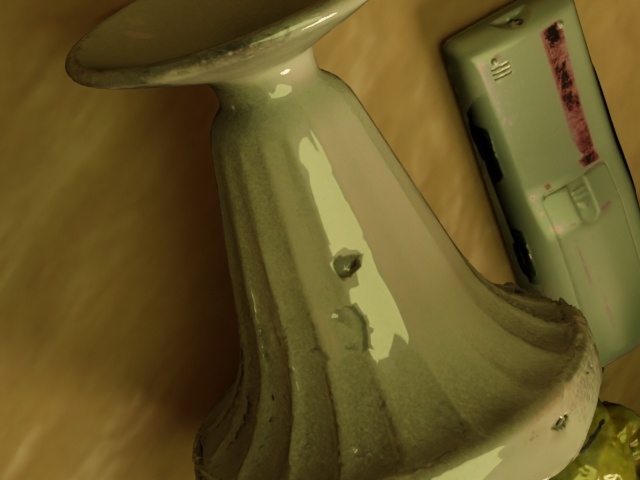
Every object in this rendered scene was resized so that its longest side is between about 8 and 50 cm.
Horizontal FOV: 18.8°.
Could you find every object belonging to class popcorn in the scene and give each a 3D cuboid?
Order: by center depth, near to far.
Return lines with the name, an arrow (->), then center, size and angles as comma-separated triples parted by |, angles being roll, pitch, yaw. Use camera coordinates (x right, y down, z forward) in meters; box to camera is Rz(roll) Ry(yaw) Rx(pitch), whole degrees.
popcorn -> 0.102, 0.095, 0.841 | 0.083, 0.068, 0.060 | -15, 90, 15

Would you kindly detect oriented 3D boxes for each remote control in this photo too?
remote control -> 0.106, -0.023, 0.821 | 0.065, 0.029, 0.166 | -29, 117, -17

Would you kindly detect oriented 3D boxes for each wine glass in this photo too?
wine glass -> 0.000, 0.000, 0.700 | 0.165, 0.165, 0.196 | -31, 112, -17
